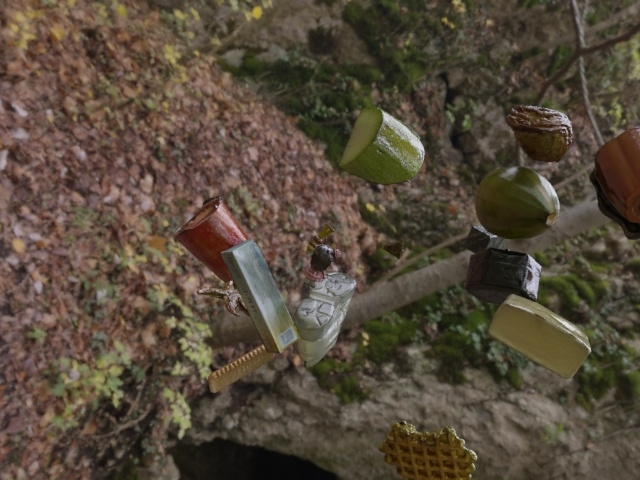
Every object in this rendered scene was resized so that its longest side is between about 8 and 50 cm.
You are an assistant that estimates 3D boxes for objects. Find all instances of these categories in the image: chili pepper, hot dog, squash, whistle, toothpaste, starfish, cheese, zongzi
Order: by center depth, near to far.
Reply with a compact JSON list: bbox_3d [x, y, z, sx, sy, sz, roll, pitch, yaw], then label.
[{"bbox_3d":[0.157,-0.226,1.423,0.085,0.184,0.192,106,4,-68],"label":"squash"},{"bbox_3d":[0.591,0.250,1.681,0.242,0.124,0.265,34,12,17],"label":"cheese"},{"bbox_3d":[-0.160,0.152,1.685,0.071,0.089,0.313,-8,-70,53],"label":"toothpaste"},{"bbox_3d":[0.657,-0.328,1.859,0.175,0.114,0.259,18,-5,34],"label":"hot dog"},{"bbox_3d":[-0.269,0.177,1.888,0.240,0.043,0.227,15,13,-37],"label":"starfish"},{"bbox_3d":[-0.003,-0.005,2.020,0.046,0.109,0.057,42,7,8],"label":"whistle"},{"bbox_3d":[0.243,0.013,2.076,0.076,0.040,0.083,30,-35,32],"label":"zongzi"},{"bbox_3d":[-0.344,0.007,2.235,0.305,0.229,0.251,43,-33,-15],"label":"chili pepper"}]

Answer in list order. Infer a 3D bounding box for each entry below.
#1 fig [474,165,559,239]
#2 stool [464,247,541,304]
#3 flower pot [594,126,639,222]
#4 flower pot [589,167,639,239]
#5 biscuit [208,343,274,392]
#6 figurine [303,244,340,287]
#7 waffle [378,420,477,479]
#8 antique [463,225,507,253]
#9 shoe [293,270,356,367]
[{"bbox_3d":[0.615,-0.108,1.921,0.240,0.239,0.271,66,-11,-26],"label":"fig"},{"bbox_3d":[0.587,0.120,2.004,0.232,0.232,0.141,61,40,-65],"label":"stool"},{"bbox_3d":[0.742,-0.137,1.418,0.173,0.190,0.191,-83,155,-48],"label":"flower pot"},{"bbox_3d":[0.978,-0.144,1.858,0.302,0.213,0.302,59,4,-7],"label":"flower pot"},{"bbox_3d":[-0.260,0.418,2.069,0.030,0.249,0.160,54,-21,22],"label":"biscuit"},{"bbox_3d":[0.000,0.070,1.665,0.072,0.129,0.054,27,22,4],"label":"figurine"},{"bbox_3d":[0.304,0.620,1.786,0.051,0.291,0.291,-47,119,-53],"label":"waffle"},{"bbox_3d":[0.625,-0.001,2.323,0.086,0.088,0.183,33,23,33],"label":"antique"},{"bbox_3d":[0.007,0.241,1.919,0.342,0.132,0.211,-53,154,-54],"label":"shoe"}]
